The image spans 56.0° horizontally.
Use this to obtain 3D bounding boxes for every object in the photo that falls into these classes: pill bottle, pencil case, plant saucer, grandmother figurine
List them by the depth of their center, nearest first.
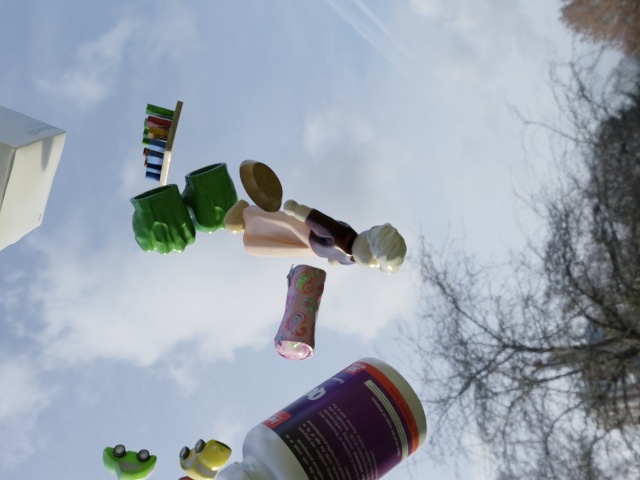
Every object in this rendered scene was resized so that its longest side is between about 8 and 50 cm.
[{"bbox_3d":[-0.076,-0.077,0.822,0.083,0.015,0.083,39,-144,-35],"label":"plant saucer"},{"bbox_3d":[0.004,0.335,0.964,0.322,0.181,0.182,-26,-84,-30],"label":"pill bottle"},{"bbox_3d":[0.000,0.000,1.103,0.208,0.342,0.104,35,-111,-55],"label":"grandmother figurine"},{"bbox_3d":[-0.058,0.201,1.744,0.124,0.124,0.284,44,-139,-36],"label":"pencil case"}]

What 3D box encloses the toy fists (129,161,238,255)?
[{"bbox_3d":[-0.292,-0.065,1.320,0.279,0.096,0.142,-34,-64,-46],"label":"toy fists"}]

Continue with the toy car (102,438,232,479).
[{"bbox_3d":[-0.282,0.419,1.076,0.224,0.239,0.053,13,-138,-6],"label":"toy car"}]

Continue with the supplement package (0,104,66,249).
[{"bbox_3d":[-0.563,-0.125,0.877,0.292,0.175,0.177,21,-164,-8],"label":"supplement package"}]

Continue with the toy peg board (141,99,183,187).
[{"bbox_3d":[-0.378,-0.220,1.390,0.079,0.161,0.161,12,-128,-13],"label":"toy peg board"}]
